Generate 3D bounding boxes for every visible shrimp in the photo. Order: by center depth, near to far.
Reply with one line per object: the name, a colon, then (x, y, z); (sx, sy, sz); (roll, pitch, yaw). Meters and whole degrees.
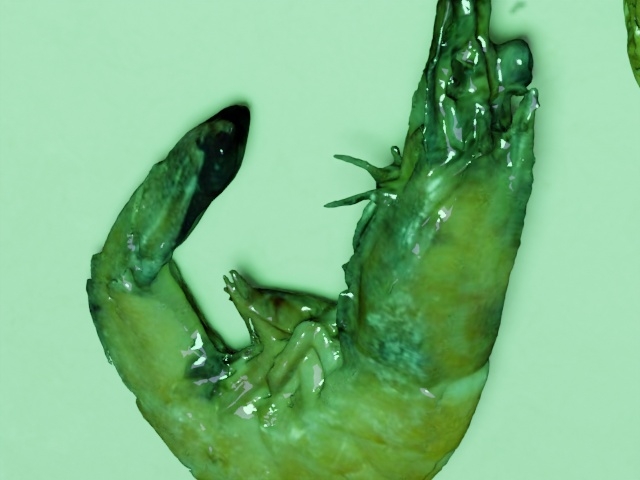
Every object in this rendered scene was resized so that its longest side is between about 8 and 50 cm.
shrimp: (0.000, 0.000, 1.179); (0.272, 0.085, 0.445); (24, 125, 4)

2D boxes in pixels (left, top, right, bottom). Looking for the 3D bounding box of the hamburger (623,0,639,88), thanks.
hamburger: (0.284, -0.158, 0.929); (0.134, 0.265, 0.285); (25, 100, -35)
